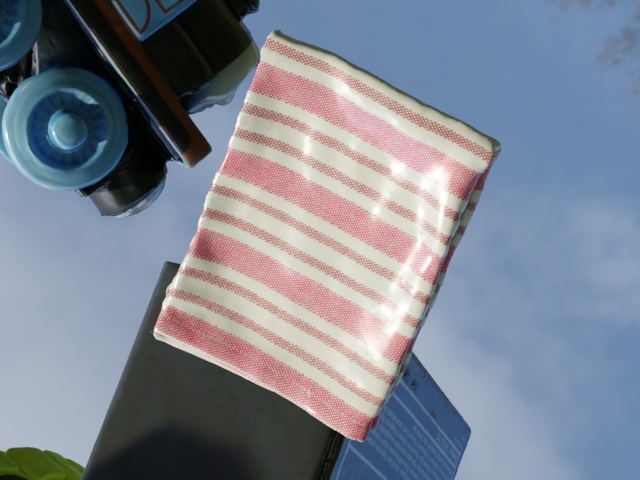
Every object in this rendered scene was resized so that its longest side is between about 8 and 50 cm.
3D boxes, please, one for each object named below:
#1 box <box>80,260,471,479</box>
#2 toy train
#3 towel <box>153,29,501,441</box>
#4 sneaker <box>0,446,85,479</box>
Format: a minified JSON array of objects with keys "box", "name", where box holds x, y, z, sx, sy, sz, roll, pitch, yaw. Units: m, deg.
[{"box":[-0.043,0.211,1.300,0.296,0.183,0.294,53,-127,-63],"name":"box"},{"box":[-0.094,-0.098,0.615,0.105,0.080,0.184,-38,-73,-7],"name":"toy train"},{"box":[0.000,0.000,0.999,0.144,0.197,0.029,26,-159,10],"name":"towel"},{"box":[-0.310,0.261,1.557,0.295,0.123,0.109,-7,-129,-34],"name":"sneaker"}]
